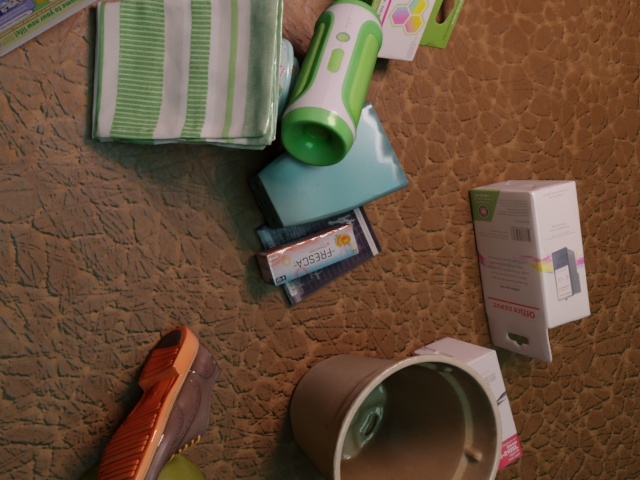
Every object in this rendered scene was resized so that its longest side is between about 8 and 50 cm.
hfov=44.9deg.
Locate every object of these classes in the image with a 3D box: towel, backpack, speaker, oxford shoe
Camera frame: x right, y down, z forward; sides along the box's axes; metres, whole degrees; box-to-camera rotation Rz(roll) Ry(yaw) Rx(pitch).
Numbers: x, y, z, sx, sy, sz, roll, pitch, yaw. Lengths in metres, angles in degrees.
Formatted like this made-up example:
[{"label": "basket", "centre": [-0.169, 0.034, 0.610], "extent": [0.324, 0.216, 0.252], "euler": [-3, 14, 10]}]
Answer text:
[{"label": "towel", "centre": [-0.220, -0.272, 1.243], "extent": [0.038, 0.325, 0.247], "euler": [-4, 96, -71]}, {"label": "backpack", "centre": [-0.117, -0.273, 1.326], "extent": [0.144, 0.188, 0.165], "euler": [10, 88, -27]}, {"label": "speaker", "centre": [0.023, -0.269, 1.296], "extent": [0.131, 0.131, 0.296], "euler": [34, 52, -25]}, {"label": "oxford shoe", "centre": [-0.247, 0.313, 1.264], "extent": [0.133, 0.130, 0.363], "euler": [46, 41, -27]}]

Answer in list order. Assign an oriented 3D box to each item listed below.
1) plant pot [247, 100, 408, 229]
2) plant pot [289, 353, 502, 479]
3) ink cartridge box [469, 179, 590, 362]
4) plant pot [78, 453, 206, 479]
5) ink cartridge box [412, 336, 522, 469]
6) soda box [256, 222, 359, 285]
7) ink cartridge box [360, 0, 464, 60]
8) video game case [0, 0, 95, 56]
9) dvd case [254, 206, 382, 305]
[{"label": "plant pot", "centre": [-0.001, -0.118, 1.407], "extent": [0.234, 0.166, 0.165], "euler": [-27, 96, -14]}, {"label": "plant pot", "centre": [0.102, 0.342, 1.415], "extent": [0.334, 0.305, 0.333], "euler": [-2, 95, -27]}, {"label": "ink cartridge box", "centre": [0.439, 0.057, 1.617], "extent": [0.119, 0.207, 0.353], "euler": [-13, 101, -24]}, {"label": "plant pot", "centre": [-0.259, 0.510, 1.253], "extent": [0.275, 0.293, 0.274], "euler": [-2, 95, -27]}, {"label": "ink cartridge box", "centre": [0.298, 0.332, 1.586], "extent": [0.100, 0.172, 0.237], "euler": [-22, 103, -24]}, {"label": "soda box", "centre": [-0.023, 0.024, 1.447], "extent": [0.183, 0.058, 0.063], "euler": [-20, 102, -22]}, {"label": "ink cartridge box", "centre": [0.185, -0.444, 1.470], "extent": [0.255, 0.097, 0.188], "euler": [0, 128, -27]}, {"label": "video game case", "centre": [-0.456, -0.406, 1.159], "extent": [0.212, 0.023, 0.193], "euler": [-29, 128, 5]}, {"label": "dvd case", "centre": [0.000, 0.000, 1.499], "extent": [0.221, 0.018, 0.164], "euler": [-30, 105, -21]}]
